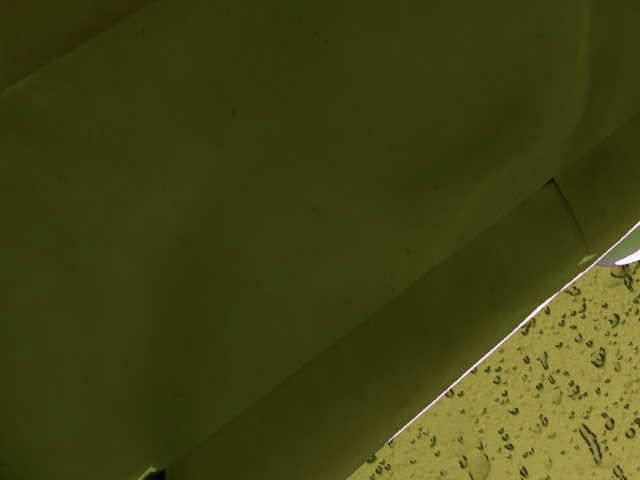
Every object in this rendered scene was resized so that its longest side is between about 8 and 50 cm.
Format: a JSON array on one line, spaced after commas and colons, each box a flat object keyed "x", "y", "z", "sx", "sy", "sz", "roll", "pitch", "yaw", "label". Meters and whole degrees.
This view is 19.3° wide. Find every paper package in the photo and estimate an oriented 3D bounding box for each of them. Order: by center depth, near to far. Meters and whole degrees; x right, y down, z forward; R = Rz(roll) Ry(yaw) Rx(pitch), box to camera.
[{"x": -0.068, "y": -0.037, "z": 0.593, "sx": 0.309, "sy": 0.168, "sz": 0.325, "roll": -38, "pitch": -165, "yaw": -30, "label": "paper package"}]

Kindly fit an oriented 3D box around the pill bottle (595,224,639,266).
[{"x": 0.153, "y": -0.114, "z": 1.069, "sx": 0.181, "sy": 0.323, "sz": 0.181, "roll": -41, "pitch": 172, "yaw": -7, "label": "pill bottle"}]
